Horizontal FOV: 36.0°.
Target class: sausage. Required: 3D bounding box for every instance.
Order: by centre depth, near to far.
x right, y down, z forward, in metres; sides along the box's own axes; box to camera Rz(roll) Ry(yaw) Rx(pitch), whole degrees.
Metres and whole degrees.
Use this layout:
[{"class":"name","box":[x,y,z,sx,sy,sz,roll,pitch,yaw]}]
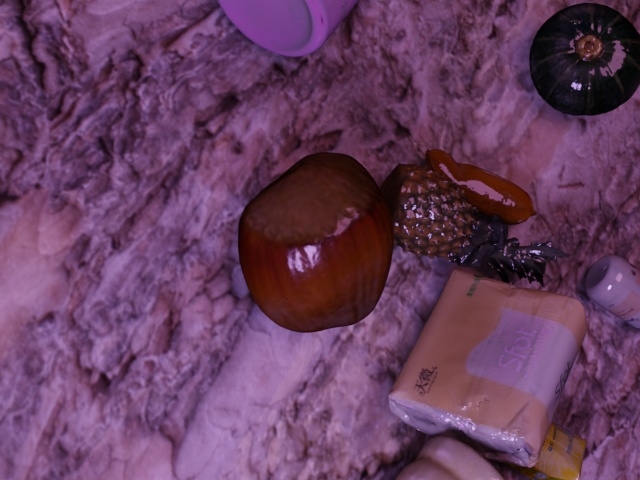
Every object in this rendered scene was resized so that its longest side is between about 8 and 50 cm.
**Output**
[{"class":"sausage","box":[0.216,-0.070,1.344,0.183,0.054,0.062,24,34,-14]}]

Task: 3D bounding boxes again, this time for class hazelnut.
[{"class":"hazelnut","box":[0.008,0.001,1.157,0.210,0.186,0.210,15,51,-20]}]

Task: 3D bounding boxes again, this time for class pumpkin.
[{"class":"pumpkin","box":[0.389,-0.263,1.435,0.125,0.167,0.167,25,55,-65]}]

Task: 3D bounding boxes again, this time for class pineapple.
[{"class":"pineapple","box":[0.194,-0.011,1.281,0.251,0.125,0.125,22,66,-13]}]

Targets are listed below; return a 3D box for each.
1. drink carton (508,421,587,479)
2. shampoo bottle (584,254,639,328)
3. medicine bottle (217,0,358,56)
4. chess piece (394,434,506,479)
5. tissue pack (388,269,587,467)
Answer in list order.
[{"class":"drink carton","box":[0.238,0.237,1.245,0.200,0.074,0.084,33,54,-12]},{"class":"shampoo bottle","box":[0.464,0.094,1.392,0.192,0.074,0.074,32,64,-14]},{"class":"medicine bottle","box":[0.005,-0.395,1.280,0.178,0.178,0.291,40,64,-8]},{"class":"chess piece","box":[0.076,0.369,1.096,0.299,0.167,0.167,-36,90,-22]},{"class":"tissue pack","box":[0.207,0.151,1.199,0.186,0.090,0.222,16,51,26]}]
